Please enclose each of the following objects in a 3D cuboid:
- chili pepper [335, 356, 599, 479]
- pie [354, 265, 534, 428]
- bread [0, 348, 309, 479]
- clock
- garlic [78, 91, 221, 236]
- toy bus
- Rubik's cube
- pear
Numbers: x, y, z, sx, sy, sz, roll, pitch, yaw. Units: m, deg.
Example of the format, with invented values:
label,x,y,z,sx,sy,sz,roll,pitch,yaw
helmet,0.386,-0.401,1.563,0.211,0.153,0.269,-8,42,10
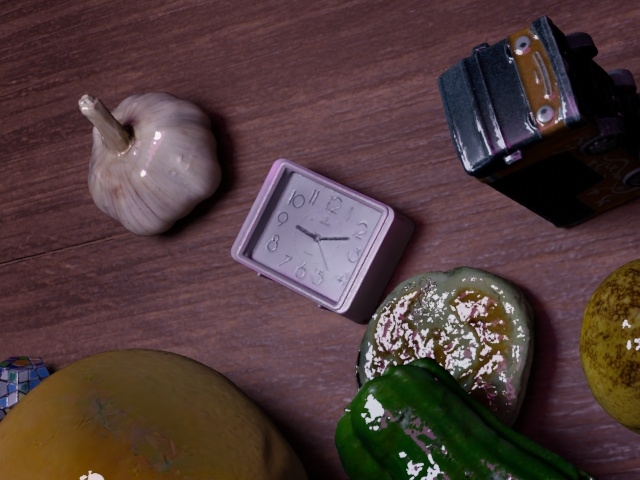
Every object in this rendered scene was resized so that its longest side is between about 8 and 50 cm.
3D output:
label,x,y,z,sx,sy,sz,roll,pitch,yaw
chili pepper,0.166,0.292,1.521,0.167,0.213,0.385,-36,73,-29
pie,0.148,0.144,1.687,0.240,0.054,0.240,-9,72,29
bread,-0.198,0.299,1.671,0.348,0.253,0.376,-25,45,-22
clock,0.000,0.000,1.806,0.197,0.063,0.150,27,90,32
garlic,-0.245,-0.120,1.888,0.199,0.226,0.199,-10,67,24
toy bus,0.254,-0.120,1.569,0.167,0.275,0.138,-25,66,24
Rubik's cube,-0.402,0.208,1.962,0.111,0.093,0.111,-10,69,29
pear,0.360,0.109,1.498,0.197,0.197,0.197,-9,72,28
